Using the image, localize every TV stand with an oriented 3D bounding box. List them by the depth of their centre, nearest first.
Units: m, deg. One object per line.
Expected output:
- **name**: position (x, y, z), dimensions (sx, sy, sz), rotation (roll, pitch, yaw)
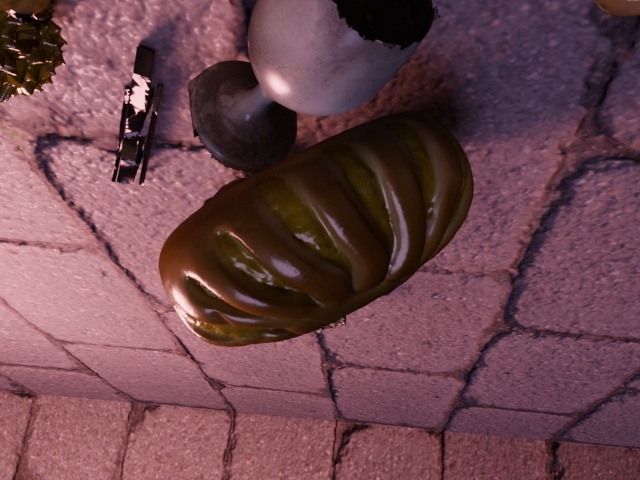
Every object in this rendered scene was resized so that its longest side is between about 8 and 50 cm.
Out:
- **TV stand**: position (-0.204, -0.128, 0.852), dimensions (0.042, 0.036, 0.249), rotation (13, 155, -13)

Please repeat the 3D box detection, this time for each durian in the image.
- **durian**: position (-0.289, -0.163, 0.692), dimensions (0.186, 0.119, 0.108), rotation (-12, 146, 33)

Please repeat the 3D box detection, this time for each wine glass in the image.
- **wine glass**: position (-0.016, -0.151, 0.644), dimensions (0.126, 0.127, 0.241), rotation (19, 157, -26)

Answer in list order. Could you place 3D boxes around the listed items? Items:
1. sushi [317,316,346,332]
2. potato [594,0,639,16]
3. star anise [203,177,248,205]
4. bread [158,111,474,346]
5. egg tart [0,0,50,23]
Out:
- **sushi**: position (-0.027, 0.112, 1.304), dimensions (0.150, 0.078, 0.090), rotation (-3, 154, 24)
- **potato**: position (0.240, -0.193, 0.564), dimensions (0.083, 0.068, 0.062), rotation (2, 121, -27)
- **star anise**: position (-0.069, -0.014, 1.009), dimensions (0.229, 0.093, 0.236), rotation (-7, 155, 26)
- **bread**: position (0.000, 0.000, 0.769), dimensions (0.332, 0.160, 0.333), rotation (-28, 176, -2)
- **egg tart**: position (-0.246, -0.209, 0.507), dimensions (0.212, 0.090, 0.212), rotation (21, -167, -5)
